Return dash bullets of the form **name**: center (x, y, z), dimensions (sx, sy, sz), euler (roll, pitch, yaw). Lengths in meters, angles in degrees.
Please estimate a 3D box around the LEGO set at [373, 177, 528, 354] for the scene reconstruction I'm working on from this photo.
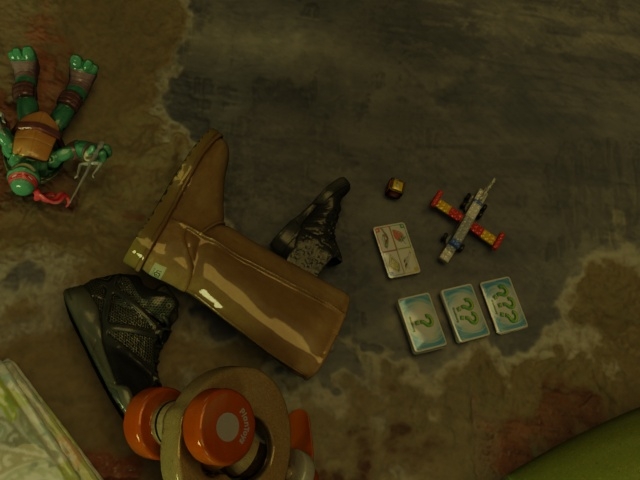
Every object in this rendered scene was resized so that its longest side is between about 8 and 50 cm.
- **LEGO set**: center (0.175, 0.016, 1.504), dimensions (0.182, 0.060, 0.244), euler (-10, 71, -22)

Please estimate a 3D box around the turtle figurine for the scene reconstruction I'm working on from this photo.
- **turtle figurine**: center (-0.356, -0.138, 1.395), dimensions (0.175, 0.118, 0.234), euler (20, 49, -22)

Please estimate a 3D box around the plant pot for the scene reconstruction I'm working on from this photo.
- **plant pot**: center (0.381, 0.326, 1.343), dimensions (0.293, 0.275, 0.275), euler (-10, 71, 0)

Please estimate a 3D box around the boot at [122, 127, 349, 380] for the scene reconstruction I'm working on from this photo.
- **boot**: center (-0.083, 0.015, 1.393), dimensions (0.269, 0.089, 0.236), euler (31, 60, -7)

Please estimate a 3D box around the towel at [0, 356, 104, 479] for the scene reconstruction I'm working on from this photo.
- **towel**: center (-0.405, 0.344, 1.208), dimensions (0.374, 0.090, 0.320), euler (-35, 78, -24)

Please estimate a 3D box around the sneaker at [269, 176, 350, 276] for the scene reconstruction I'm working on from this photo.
- **sneaker**: center (0.001, -0.001, 1.470), dimensions (0.089, 0.051, 0.170), euler (45, 70, 5)

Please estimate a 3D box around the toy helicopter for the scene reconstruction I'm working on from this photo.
- **toy helicopter**: center (-0.085, 0.321, 1.275), dimensions (0.235, 0.140, 0.355), euler (0, 85, -45)

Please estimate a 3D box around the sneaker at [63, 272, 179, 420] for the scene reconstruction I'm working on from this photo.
- **sneaker**: center (-0.209, 0.136, 1.338), dimensions (0.130, 0.087, 0.228), euler (-23, 71, -15)
